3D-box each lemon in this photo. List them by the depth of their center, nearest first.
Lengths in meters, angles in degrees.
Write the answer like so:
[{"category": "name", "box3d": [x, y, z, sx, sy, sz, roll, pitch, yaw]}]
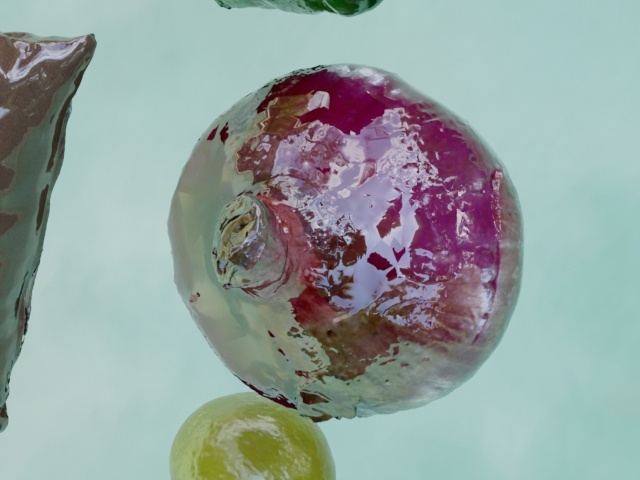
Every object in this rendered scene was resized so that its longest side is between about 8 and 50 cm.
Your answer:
[{"category": "lemon", "box3d": [-0.081, 0.256, 1.782, 0.184, 0.248, 0.184, -6, 105, -23]}]

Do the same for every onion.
[{"category": "onion", "box3d": [0.000, 0.000, 1.430, 0.348, 0.385, 0.347, 0, 89, 24]}]

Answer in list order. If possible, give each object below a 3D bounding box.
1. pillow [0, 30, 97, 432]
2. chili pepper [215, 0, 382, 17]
[{"category": "pillow", "box3d": [-0.329, -0.024, 1.044, 0.305, 0.108, 0.307, 12, 111, -15]}, {"category": "chili pepper", "box3d": [-0.026, -0.258, 1.443, 0.099, 0.270, 0.136, -53, 125, -24]}]
